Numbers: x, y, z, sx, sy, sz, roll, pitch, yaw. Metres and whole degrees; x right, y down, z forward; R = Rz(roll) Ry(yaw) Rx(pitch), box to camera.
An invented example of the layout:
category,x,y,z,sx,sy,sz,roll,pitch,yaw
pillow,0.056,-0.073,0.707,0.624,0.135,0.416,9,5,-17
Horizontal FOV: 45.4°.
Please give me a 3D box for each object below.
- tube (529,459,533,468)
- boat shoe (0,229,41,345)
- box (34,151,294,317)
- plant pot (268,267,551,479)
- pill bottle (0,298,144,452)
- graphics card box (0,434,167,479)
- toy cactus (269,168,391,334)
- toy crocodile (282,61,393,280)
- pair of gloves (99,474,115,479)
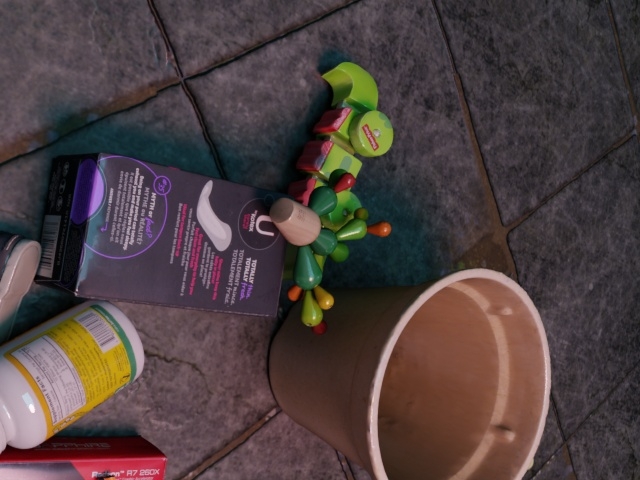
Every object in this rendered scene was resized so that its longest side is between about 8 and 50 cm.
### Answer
category,x,y,z,sx,sy,sz,roll,pitch,yaw
tube,0.286,0.429,1.407,0.240,0.062,0.070,-13,58,-31
boat shoe,-0.390,0.084,0.870,0.065,0.075,0.206,23,83,7
box,-0.189,-0.003,0.950,0.270,0.143,0.165,12,86,-38
plant pot,0.096,0.193,1.082,0.334,0.306,0.333,-3,95,-38
pill bottle,-0.313,0.158,0.860,0.208,0.118,0.117,-33,113,-45
graphics card box,-0.330,0.425,0.909,0.233,0.094,0.370,12,87,-38
toy cactus,0.000,0.000,0.968,0.180,0.112,0.218,37,71,-57
toy crocodile,0.009,-0.099,1.115,0.105,0.115,0.340,30,74,-32
pair of gloves,-0.269,0.314,0.881,0.083,0.010,0.074,-8,100,-35
